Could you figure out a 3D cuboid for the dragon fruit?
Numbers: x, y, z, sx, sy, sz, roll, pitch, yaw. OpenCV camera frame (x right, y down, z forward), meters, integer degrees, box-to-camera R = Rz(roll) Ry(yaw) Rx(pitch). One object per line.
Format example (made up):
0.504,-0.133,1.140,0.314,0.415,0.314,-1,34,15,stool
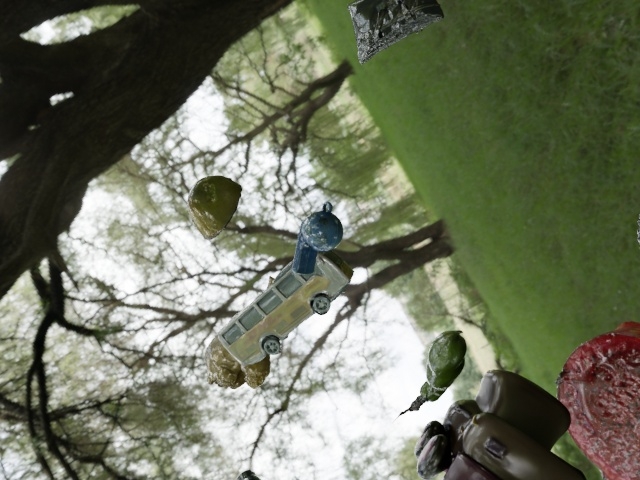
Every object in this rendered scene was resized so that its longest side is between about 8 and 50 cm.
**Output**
0.716,0.338,1.239,0.371,0.249,0.386,32,127,37,dragon fruit

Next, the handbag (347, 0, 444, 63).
0.192,-0.599,1.527,0.089,0.254,0.211,23,-129,-51,handbag

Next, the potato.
-0.336,-0.116,1.731,0.182,0.202,0.117,5,154,47,potato

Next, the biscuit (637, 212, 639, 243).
0.571,0.002,0.886,0.194,0.195,0.053,61,157,14,biscuit

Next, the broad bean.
0.195,0.228,0.975,0.056,0.098,0.318,41,148,23,broad bean

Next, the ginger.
-0.198,0.272,1.622,0.166,0.375,0.236,23,-144,-15,ginger

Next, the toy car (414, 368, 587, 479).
0.332,0.362,1.011,0.271,0.240,0.340,33,176,7,toy car

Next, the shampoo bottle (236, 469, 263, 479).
-0.082,0.518,1.092,0.234,0.049,0.087,29,161,46,shampoo bottle

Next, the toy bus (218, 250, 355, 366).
-0.079,0.153,1.354,0.138,0.342,0.097,47,-164,-1,toy bus

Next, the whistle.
0.000,0.000,1.152,0.090,0.090,0.157,-61,-18,-80,whistle
